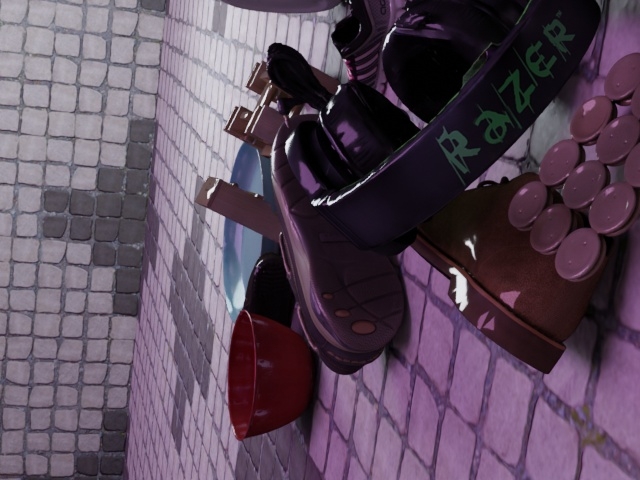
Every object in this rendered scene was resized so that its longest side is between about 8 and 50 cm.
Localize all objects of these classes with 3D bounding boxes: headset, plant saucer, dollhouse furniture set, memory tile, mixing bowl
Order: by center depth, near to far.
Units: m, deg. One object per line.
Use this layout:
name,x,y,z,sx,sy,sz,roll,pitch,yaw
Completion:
memory tile,0.190,-0.051,0.700,0.148,0.012,0.113,-55,29,13
headset,0.058,-0.120,0.829,0.243,0.185,0.394,-49,10,-7
mixing bowl,-0.066,0.191,1.475,0.181,0.098,0.181,-176,90,-75
dollhouse furniture set,-0.047,-0.125,1.496,0.242,0.161,0.212,-64,17,-2
plant saucer,-0.117,-0.014,1.795,0.317,0.043,0.318,-176,90,-74

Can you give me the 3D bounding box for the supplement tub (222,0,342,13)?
supplement tub,-0.051,-0.477,1.402,0.193,0.193,0.316,178,96,-74

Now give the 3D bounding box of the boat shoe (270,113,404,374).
boat shoe,0.000,0.000,1.236,0.130,0.132,0.355,112,157,-47

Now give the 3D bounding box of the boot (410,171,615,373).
boot,0.143,-0.005,0.856,0.115,0.112,0.305,-57,22,8

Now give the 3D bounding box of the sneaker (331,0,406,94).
sneaker,0.043,-0.221,1.232,0.063,0.074,0.170,-103,23,-44

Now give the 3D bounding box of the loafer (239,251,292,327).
loafer,-0.084,0.115,1.618,0.078,0.080,0.220,-99,23,-65
